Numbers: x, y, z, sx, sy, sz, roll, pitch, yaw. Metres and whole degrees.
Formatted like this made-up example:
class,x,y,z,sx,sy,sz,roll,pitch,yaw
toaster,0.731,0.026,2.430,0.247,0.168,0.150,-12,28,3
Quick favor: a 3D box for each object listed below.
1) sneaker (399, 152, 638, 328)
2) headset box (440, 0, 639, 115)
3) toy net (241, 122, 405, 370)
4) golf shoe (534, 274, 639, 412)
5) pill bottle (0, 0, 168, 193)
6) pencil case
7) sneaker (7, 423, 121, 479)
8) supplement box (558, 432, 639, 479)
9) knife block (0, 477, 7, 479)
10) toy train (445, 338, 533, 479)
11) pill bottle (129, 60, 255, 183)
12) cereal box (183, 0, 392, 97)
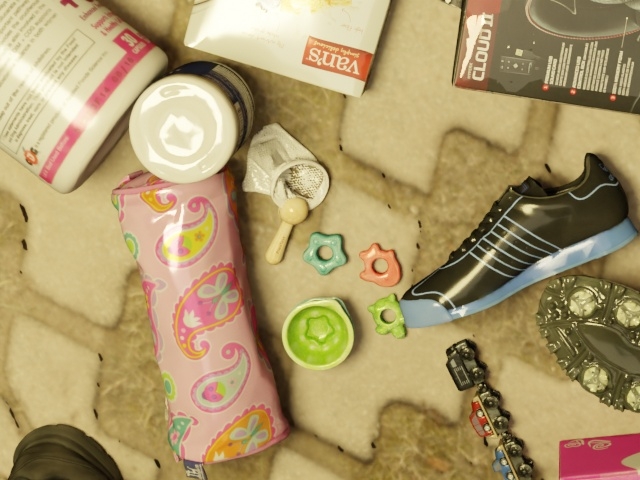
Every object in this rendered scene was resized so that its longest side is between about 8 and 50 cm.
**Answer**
class,x,y,z,sx,sy,sz,roll,pitch,yaw
sneaker,0.169,0.000,1.637,0.232,0.081,0.090,-25,96,4
headset box,0.245,-0.227,1.556,0.293,0.110,0.218,8,103,4
toy net,0.000,0.000,1.668,0.122,0.045,0.232,-17,100,10
golf shoe,0.321,0.107,1.624,0.273,0.120,0.105,26,110,2
pill bottle,-0.292,-0.185,1.599,0.283,0.160,0.160,37,104,-3
pencil case,-0.113,0.069,1.660,0.124,0.124,0.284,-9,103,8
sneaker,-0.185,0.295,1.714,0.286,0.130,0.109,32,102,-3
supplement box,0.288,0.301,1.672,0.111,0.114,0.220,-6,103,8
knife block,-0.350,0.367,1.766,0.276,0.088,0.242,42,109,-3
toy train,0.159,0.168,1.699,0.036,0.027,0.158,-25,99,15
pill bottle,-0.109,-0.110,1.591,0.094,0.169,0.094,1,102,6
cereal box,-0.009,-0.266,1.607,0.173,0.047,0.240,16,104,2
